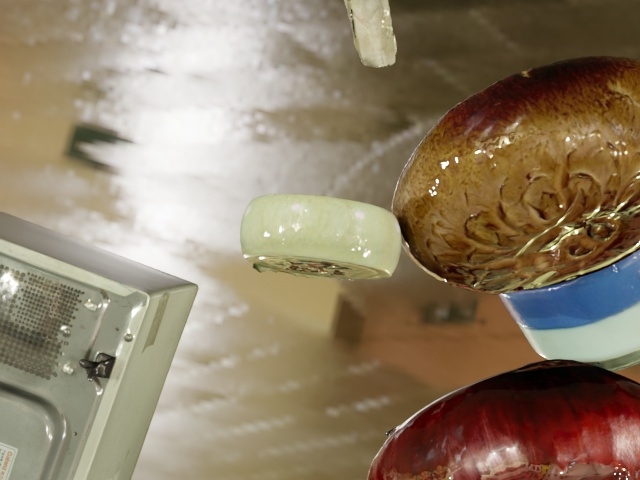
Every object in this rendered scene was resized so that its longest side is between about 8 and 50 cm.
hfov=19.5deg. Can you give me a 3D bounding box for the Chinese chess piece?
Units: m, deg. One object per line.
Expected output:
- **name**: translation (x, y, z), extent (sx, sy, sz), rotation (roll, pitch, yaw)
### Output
- **Chinese chess piece**: translation (0.000, 0.000, 1.652), extent (0.144, 0.058, 0.144), rotation (6, 172, 1)

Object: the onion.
- **onion**: translation (0.175, 0.231, 1.460), extent (0.273, 0.285, 0.273), rotation (-10, 137, -9)

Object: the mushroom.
- **mushroom**: translation (0.209, -0.052, 1.700), extent (0.297, 0.163, 0.278), rotation (-17, 165, -8)

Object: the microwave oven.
- **microwave oven**: translation (-0.182, 0.115, 1.022), extent (0.145, 0.240, 0.194), rotation (21, -177, 8)

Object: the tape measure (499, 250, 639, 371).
- **tape measure**: translation (0.318, 0.013, 1.987), extent (0.259, 0.262, 0.138), rotation (-9, 129, 51)

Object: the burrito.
- **burrito**: translation (0.048, -0.249, 1.948), extent (0.055, 0.041, 0.149), rotation (0, 122, 22)
